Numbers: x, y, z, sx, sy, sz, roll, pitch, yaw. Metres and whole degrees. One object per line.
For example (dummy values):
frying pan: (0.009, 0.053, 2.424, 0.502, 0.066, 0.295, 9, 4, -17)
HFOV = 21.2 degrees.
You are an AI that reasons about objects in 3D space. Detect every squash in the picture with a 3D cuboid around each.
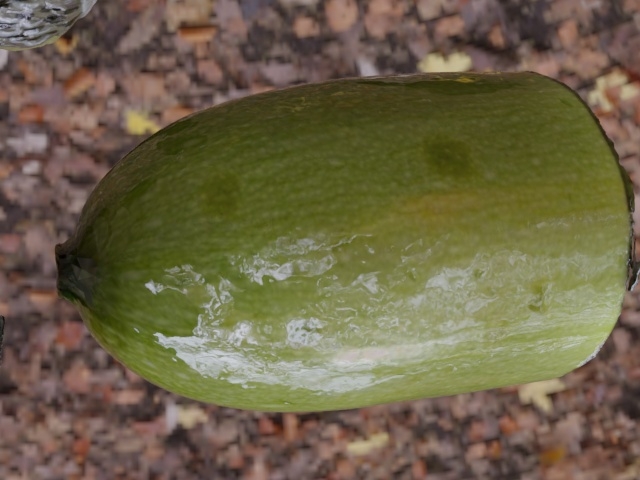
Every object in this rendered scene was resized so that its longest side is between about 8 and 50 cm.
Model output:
squash: (0.000, 0.000, 0.583, 0.186, 0.123, 0.123, -4, 137, -30)

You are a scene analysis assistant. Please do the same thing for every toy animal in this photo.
toy animal: (-0.162, -0.142, 0.859, 0.098, 0.137, 0.098, 7, 105, 26)

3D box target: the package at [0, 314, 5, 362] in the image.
package: (-0.128, 0.064, 0.583, 0.015, 0.037, 0.110, 10, 146, -25)
